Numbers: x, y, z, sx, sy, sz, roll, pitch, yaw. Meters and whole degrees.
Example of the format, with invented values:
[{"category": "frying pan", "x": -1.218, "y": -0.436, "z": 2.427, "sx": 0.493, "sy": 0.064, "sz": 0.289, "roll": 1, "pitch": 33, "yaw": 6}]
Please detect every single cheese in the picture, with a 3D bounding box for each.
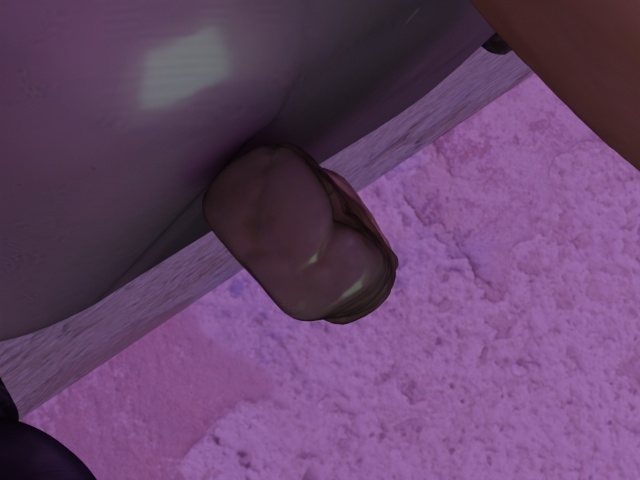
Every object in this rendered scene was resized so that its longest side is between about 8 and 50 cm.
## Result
[{"category": "cheese", "x": 0.000, "y": 0.000, "z": 0.616, "sx": 0.043, "sy": 0.065, "sz": 0.194, "roll": -43, "pitch": 175, "yaw": 2}]

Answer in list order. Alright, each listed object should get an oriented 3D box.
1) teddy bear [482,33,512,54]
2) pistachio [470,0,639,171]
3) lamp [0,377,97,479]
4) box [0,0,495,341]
[{"category": "teddy bear", "x": 0.126, "y": -0.181, "z": 1.233, "sx": 0.133, "sy": 0.111, "sz": 0.213, "roll": -41, "pitch": 176, "yaw": 18}, {"category": "pistachio", "x": 0.108, "y": -0.132, "z": 0.475, "sx": 0.187, "sy": 0.299, "sz": 0.187, "roll": -33, "pitch": -152, "yaw": 20}, {"category": "lamp", "x": -0.246, "y": 0.114, "z": 1.083, "sx": 0.147, "sy": 0.227, "sz": 0.172, "roll": -41, "pitch": 152, "yaw": 6}, {"category": "box", "x": -0.031, "y": -0.102, "z": 0.661, "sx": 0.349, "sy": 0.141, "sz": 0.288, "roll": -33, "pitch": 176, "yaw": -37}]
